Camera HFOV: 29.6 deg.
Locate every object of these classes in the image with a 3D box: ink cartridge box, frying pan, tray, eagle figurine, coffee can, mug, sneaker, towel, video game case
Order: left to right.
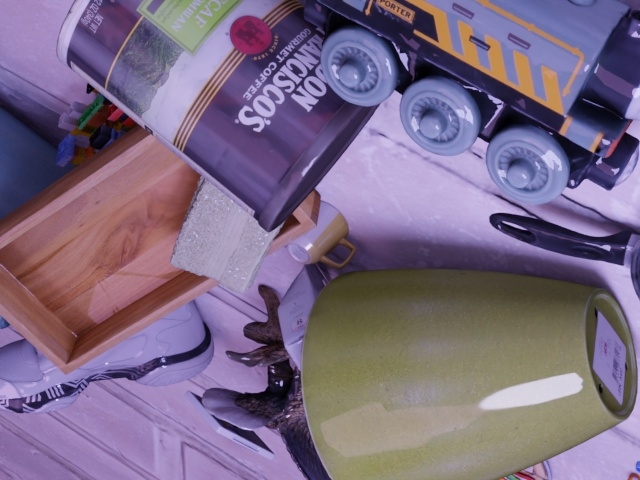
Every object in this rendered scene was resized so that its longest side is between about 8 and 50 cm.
[{"bbox_3d":[-0.345,0.120,1.756,0.365,0.137,0.210,-9,127,-6],"label":"sneaker"},{"bbox_3d":[-0.224,-0.010,1.461,0.411,0.076,0.203,-30,117,24],"label":"tray"},{"bbox_3d":[-0.094,-0.170,1.213,0.275,0.201,0.201,39,147,2],"label":"coffee can"},{"bbox_3d":[-0.106,-0.010,1.388,0.110,0.027,0.148,23,123,-8],"label":"towel"},{"bbox_3d":[-0.119,0.244,1.593,0.087,0.011,0.122,40,-179,44],"label":"video game case"},{"bbox_3d":[-0.005,0.238,1.632,0.225,0.226,0.298,-3,126,21],"label":"eagle figurine"},{"bbox_3d":[-0.003,-0.003,1.448,0.078,0.064,0.062,16,139,32],"label":"mug"},{"bbox_3d":[0.010,0.128,1.467,0.189,0.066,0.232,58,-177,-25],"label":"ink cartridge box"},{"bbox_3d":[0.338,0.042,1.167,0.326,0.053,0.197,4,133,43],"label":"frying pan"}]

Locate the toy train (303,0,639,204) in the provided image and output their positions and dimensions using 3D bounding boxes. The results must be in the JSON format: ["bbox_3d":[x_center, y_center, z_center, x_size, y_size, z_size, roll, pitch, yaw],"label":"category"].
[{"bbox_3d":[0.140,-0.173,1.047,0.334,0.142,0.190,32,137,12],"label":"toy train"}]

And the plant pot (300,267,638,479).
[{"bbox_3d":[0.177,0.141,1.299,0.293,0.275,0.275,-14,121,33],"label":"plant pot"}]

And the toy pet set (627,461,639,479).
[{"bbox_3d":[0.408,0.344,1.447,0.122,0.065,0.114,29,146,17],"label":"toy pet set"}]

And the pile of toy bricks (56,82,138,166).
[{"bbox_3d":[-0.240,-0.144,1.503,0.105,0.118,0.212,18,148,-30],"label":"pile of toy bricks"}]

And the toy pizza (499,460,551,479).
[{"bbox_3d":[0.211,0.284,1.605,0.201,0.032,0.201,26,145,21],"label":"toy pizza"}]

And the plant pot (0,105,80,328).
[{"bbox_3d":[-0.514,-0.066,1.673,0.334,0.341,0.341,32,147,0],"label":"plant pot"}]
